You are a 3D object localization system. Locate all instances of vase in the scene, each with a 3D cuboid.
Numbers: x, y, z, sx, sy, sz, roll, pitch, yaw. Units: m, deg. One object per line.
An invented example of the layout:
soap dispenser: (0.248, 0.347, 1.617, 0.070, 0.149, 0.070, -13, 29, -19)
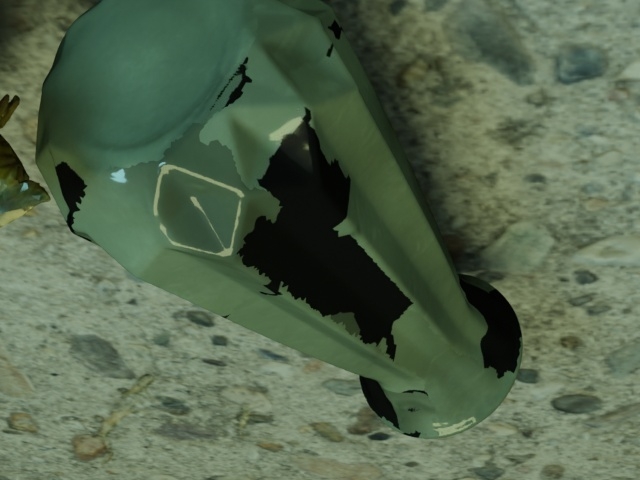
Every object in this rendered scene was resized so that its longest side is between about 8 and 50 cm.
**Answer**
vase: (0.000, 0.000, 0.761, 0.165, 0.165, 0.360, -9, 150, 25)

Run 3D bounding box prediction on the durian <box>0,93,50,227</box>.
durian: (-0.253, -0.082, 0.671, 0.305, 0.185, 0.195, -11, 119, 50)
